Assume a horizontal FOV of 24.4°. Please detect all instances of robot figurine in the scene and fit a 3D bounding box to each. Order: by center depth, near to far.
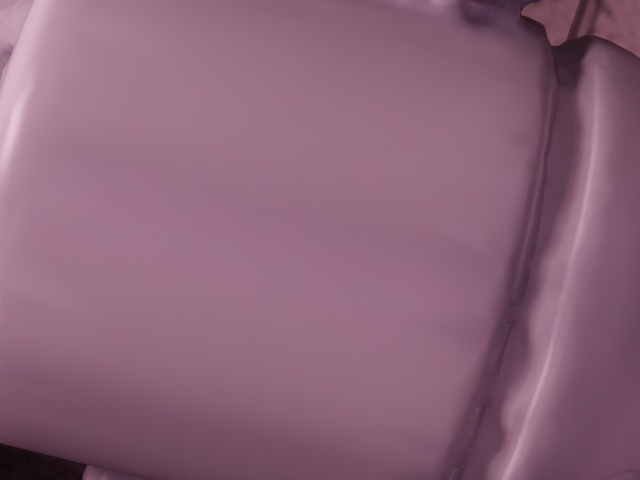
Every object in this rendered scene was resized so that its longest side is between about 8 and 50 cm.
[{"bbox_3d":[0.000,0.000,0.549,0.353,0.200,0.300,15,117,-3],"label":"robot figurine"}]
